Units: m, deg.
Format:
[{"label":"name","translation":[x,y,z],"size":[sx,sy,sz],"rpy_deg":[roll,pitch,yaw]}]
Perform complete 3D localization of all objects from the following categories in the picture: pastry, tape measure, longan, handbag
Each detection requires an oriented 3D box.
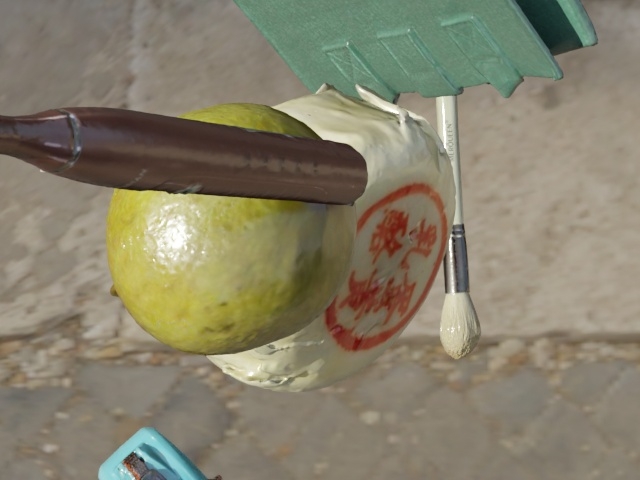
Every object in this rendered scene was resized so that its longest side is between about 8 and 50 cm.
[{"label":"pastry","translation":[-0.001,0.002,1.532],"size":[0.265,0.133,0.264],"rpy_deg":[-31,138,-34]},{"label":"tape measure","translation":[-0.114,0.207,1.483],"size":[0.081,0.146,0.125],"rpy_deg":[-43,89,-10]},{"label":"longan","translation":[-0.060,-0.001,1.098],"size":[0.155,0.176,0.145],"rpy_deg":[2,59,-57]},{"label":"handbag","translation":[0.060,-0.222,1.618],"size":[0.238,0.326,0.089],"rpy_deg":[51,60,-24]}]

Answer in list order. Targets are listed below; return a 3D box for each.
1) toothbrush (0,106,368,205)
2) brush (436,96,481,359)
[{"label":"toothbrush","translation":[-0.084,-0.042,0.875],"size":[0.364,0.041,0.041],"rpy_deg":[4,83,-58]},{"label":"brush","translation":[0.135,-0.029,1.914],"size":[0.042,0.039,0.299],"rpy_deg":[0,86,-37]}]
